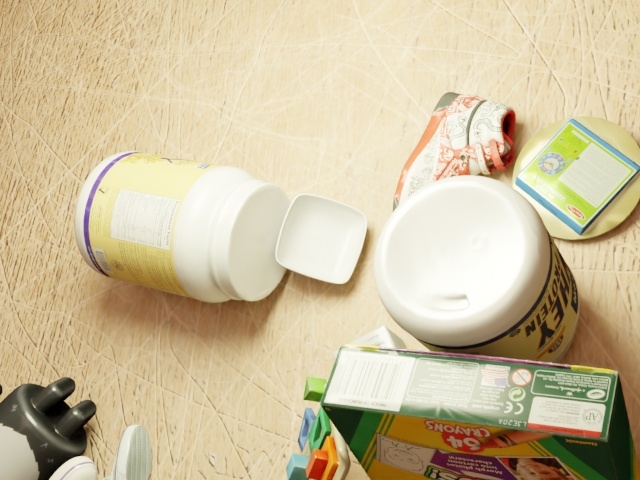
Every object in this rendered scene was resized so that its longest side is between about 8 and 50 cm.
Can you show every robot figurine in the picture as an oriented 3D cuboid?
[{"bbox_3d":[-0.534,0.369,1.662,0.278,0.173,0.209,-42,50,4],"label":"robot figurine"}]

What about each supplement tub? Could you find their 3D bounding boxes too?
[{"bbox_3d":[-0.238,-0.023,1.644,0.331,0.241,0.241,11,74,29],"label":"supplement tub"},{"bbox_3d":[0.235,0.071,1.324,0.236,0.325,0.235,-10,65,22],"label":"supplement tub"}]

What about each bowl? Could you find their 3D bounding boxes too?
[{"bbox_3d":[0.000,0.000,1.607,0.142,0.053,0.142,19,77,-1],"label":"bowl"}]

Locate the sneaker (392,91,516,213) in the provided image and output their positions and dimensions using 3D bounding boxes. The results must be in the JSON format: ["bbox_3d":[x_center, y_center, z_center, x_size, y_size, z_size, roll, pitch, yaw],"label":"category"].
[{"bbox_3d":[0.229,-0.120,1.547,0.145,0.090,0.270,17,75,33],"label":"sneaker"}]

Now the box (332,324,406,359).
[{"bbox_3d":[0.092,0.208,1.477,0.102,0.087,0.101,-30,59,13],"label":"box"}]

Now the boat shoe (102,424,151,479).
[{"bbox_3d":[-0.347,0.431,1.599,0.076,0.083,0.226,-7,67,22],"label":"boat shoe"}]

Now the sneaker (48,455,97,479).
[{"bbox_3d":[-0.412,0.519,1.576,0.161,0.102,0.282,24,97,35],"label":"sneaker"}]

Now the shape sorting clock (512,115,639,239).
[{"bbox_3d":[0.408,-0.100,1.480,0.206,0.040,0.206,-8,69,20],"label":"shape sorting clock"}]

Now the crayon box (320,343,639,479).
[{"bbox_3d":[0.224,0.277,1.246,0.363,0.313,0.106,2,52,27],"label":"crayon box"}]

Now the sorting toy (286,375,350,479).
[{"bbox_3d":[-0.012,0.334,1.362,0.347,0.047,0.196,-107,31,-64],"label":"sorting toy"}]
